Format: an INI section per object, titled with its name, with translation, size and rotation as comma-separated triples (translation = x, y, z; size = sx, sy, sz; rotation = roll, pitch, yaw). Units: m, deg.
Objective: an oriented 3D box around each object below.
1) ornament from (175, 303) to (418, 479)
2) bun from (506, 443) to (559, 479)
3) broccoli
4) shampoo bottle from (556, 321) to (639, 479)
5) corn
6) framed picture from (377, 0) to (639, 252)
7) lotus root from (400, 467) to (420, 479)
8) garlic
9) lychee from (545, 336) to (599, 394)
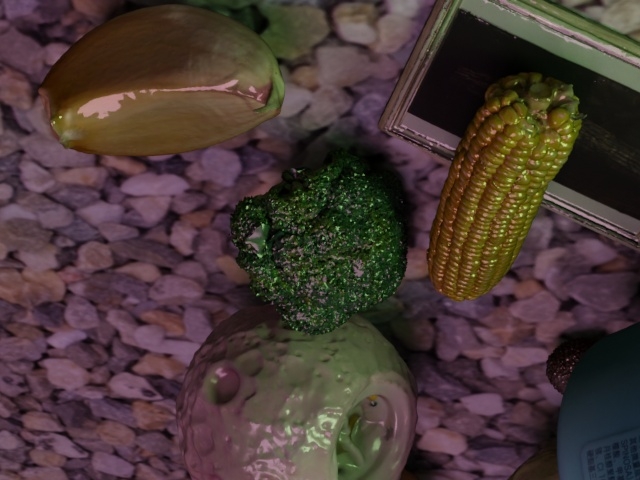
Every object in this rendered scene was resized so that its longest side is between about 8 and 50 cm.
[ornament]
translation = -0.030, 0.183, 1.860
size = 0.225, 0.259, 0.259
rotation = 14, 140, 36
[bun]
translation = 0.297, 0.274, 1.843
size = 0.244, 0.244, 0.153
rotation = -1, 112, 26
[broccoli]
translation = 0.000, 0.000, 1.728
size = 0.156, 0.195, 0.195
rotation = 21, 143, 35
[shampoo bottle]
translation = 0.438, 0.191, 1.582
size = 0.342, 0.331, 0.331
rotation = -26, 118, 42
[corn]
translation = 0.159, -0.042, 1.631
size = 0.101, 0.101, 0.292
rotation = 22, 143, 3
[framed picture]
translation = 0.215, -0.112, 1.612
size = 0.293, 0.018, 0.231
rotation = 24, 138, 0
[lotus root]
translation = -0.032, 0.319, 2.074
size = 0.342, 0.151, 0.169
rotation = 2, 146, 25
[garlic]
translation = -0.135, -0.140, 1.643
size = 0.245, 0.164, 0.145
rotation = -5, 114, 22
[lychee]
translation = 0.269, 0.132, 1.804
size = 0.083, 0.068, 0.067
rotation = -1, 92, 29
